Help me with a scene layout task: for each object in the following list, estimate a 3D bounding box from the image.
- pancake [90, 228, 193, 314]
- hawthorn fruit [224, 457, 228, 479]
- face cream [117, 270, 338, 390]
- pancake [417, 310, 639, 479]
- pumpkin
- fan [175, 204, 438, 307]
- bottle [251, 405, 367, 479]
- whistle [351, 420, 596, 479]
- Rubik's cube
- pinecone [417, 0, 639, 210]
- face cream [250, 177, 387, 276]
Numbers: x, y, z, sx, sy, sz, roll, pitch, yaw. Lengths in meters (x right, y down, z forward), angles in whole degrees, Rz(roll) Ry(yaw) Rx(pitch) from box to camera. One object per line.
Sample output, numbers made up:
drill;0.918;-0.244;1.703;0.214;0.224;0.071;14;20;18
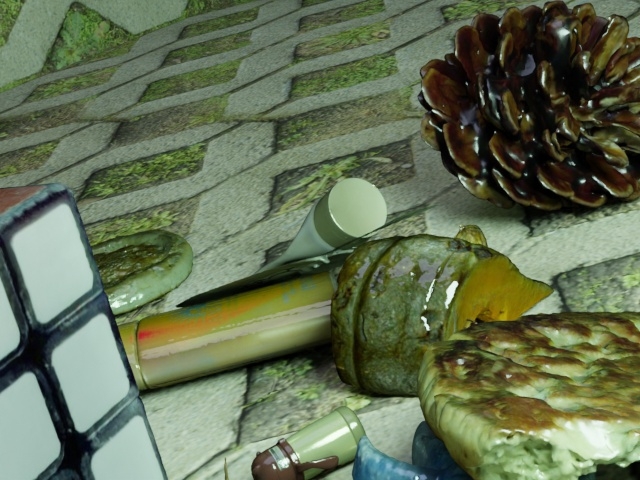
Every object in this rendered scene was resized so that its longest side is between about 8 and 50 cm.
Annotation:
pancake;-0.276;0.044;1.727;0.254;0.037;0.253;-14;19;5
hawthorn fruit;-0.052;0.229;0.916;0.125;0.140;0.125;-24;43;25
face cream;-0.116;0.100;1.399;0.285;0.067;0.139;-15;13;-1
pancake;0.226;0.114;1.013;0.305;0.067;0.427;6;9;8
pumpkin;0.118;0.042;1.306;0.131;0.126;0.248;1;24;33
fan;-0.007;0.024;1.395;0.233;0.012;0.415;-15;-6;-30
bottle;-0.012;0.181;1.138;0.101;0.047;0.063;-25;-17;-17
whistle;0.120;0.185;0.951;0.180;0.093;0.269;5;15;-13
Rubik's cube;-0.350;0.151;1.074;0.305;0.301;0.304;-1;23;32
pinecone;0.266;-0.159;1.588;0.296;0.242;0.298;2;19;44
face cream;0.000;0.000;1.542;0.114;0.070;0.224;-22;-10;-29
